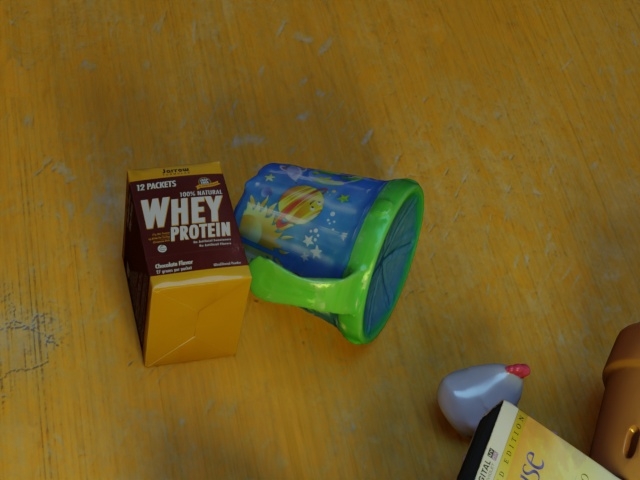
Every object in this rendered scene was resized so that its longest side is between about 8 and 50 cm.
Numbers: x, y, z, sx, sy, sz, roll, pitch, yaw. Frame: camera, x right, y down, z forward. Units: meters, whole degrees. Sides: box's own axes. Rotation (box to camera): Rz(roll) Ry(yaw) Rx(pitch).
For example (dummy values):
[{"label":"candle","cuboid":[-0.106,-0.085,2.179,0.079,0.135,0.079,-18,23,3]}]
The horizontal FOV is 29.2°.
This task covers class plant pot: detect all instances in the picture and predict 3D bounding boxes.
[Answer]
[{"label":"plant pot","cuboid":[0.475,0.270,1.586,0.290,0.291,0.203,29,71,10]}]

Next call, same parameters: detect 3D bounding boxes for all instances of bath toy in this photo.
[{"label":"bath toy","cuboid":[0.272,0.302,1.590,0.129,0.151,0.348,-34,55,16]}]

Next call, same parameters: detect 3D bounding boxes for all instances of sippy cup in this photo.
[{"label":"sippy cup","cuboid":[0.000,0.000,1.710,0.224,0.305,0.240,18,80,15]}]

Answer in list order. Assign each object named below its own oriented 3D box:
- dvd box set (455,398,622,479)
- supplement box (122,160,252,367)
[{"label":"dvd box set","cuboid":[0.321,0.411,1.394,0.420,0.062,0.308,35,46,-4]},{"label":"supplement box","cuboid":[-0.185,0.032,1.652,0.129,0.191,0.194,-7,55,-16]}]
